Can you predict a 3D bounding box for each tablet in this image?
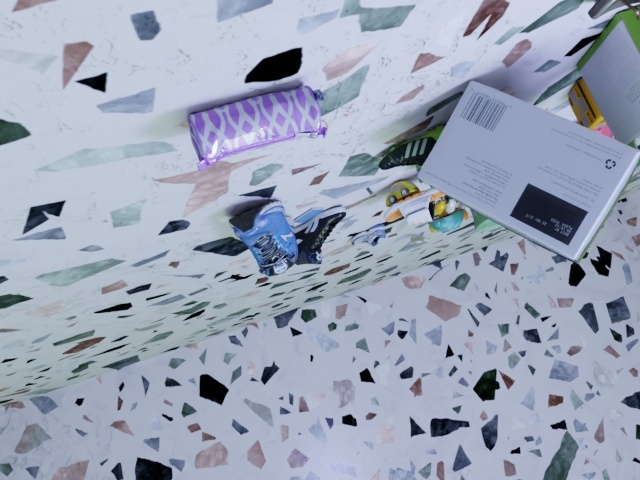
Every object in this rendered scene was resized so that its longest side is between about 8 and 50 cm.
[{"bbox_3d":[-0.033,-0.067,1.569,0.083,0.006,0.054,-31,163,35],"label":"tablet"}]

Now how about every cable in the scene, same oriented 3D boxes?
[{"bbox_3d":[0.393,-0.146,1.749,0.139,0.072,0.287,-27,166,6],"label":"cable"}]

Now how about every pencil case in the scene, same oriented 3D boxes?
[{"bbox_3d":[-0.095,-0.169,0.883,0.206,0.088,0.086,-17,164,-11],"label":"pencil case"}]

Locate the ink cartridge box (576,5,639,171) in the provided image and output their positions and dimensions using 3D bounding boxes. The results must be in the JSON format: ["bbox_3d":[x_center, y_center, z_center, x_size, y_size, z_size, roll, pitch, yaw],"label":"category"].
[{"bbox_3d":[0.617,-0.285,1.114,0.097,0.255,0.189,-20,167,-3],"label":"ink cartridge box"}]

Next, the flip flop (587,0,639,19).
[{"bbox_3d":[0.559,-0.399,0.952,0.277,0.080,0.112,-15,166,-24],"label":"flip flop"}]

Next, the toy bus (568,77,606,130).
[{"bbox_3d":[0.749,-0.364,1.318,0.332,0.108,0.130,-21,167,4],"label":"toy bus"}]

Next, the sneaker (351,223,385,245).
[{"bbox_3d":[0.164,-0.005,2.002,0.135,0.058,0.052,-28,165,31],"label":"sneaker"}]

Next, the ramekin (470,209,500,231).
[{"bbox_3d":[0.608,-0.155,1.867,0.303,0.148,0.303,-19,167,-5],"label":"ramekin"}]

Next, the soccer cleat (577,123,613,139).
[{"bbox_3d":[0.744,-0.302,1.675,0.248,0.083,0.095,-18,-163,-32],"label":"soccer cleat"}]

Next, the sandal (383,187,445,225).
[{"bbox_3d":[0.292,-0.093,1.556,0.265,0.076,0.102,-26,166,21],"label":"sandal"}]

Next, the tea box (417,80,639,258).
[{"bbox_3d":[0.424,-0.125,1.195,0.220,0.329,0.323,-61,157,8],"label":"tea box"}]

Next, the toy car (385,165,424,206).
[{"bbox_3d":[0.274,-0.170,1.512,0.239,0.053,0.225,-21,167,1],"label":"toy car"}]

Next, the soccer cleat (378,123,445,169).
[{"bbox_3d":[0.212,-0.189,1.294,0.179,0.072,0.060,-25,166,20],"label":"soccer cleat"}]

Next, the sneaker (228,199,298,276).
[{"bbox_3d":[-0.114,0.003,1.417,0.129,0.147,0.330,-23,166,9],"label":"sneaker"}]

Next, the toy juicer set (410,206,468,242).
[{"bbox_3d":[0.428,-0.072,2.098,0.329,0.089,0.209,-24,-178,-25],"label":"toy juicer set"}]

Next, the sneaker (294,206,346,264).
[{"bbox_3d":[0.000,0.000,1.633,0.217,0.121,0.079,-28,166,30],"label":"sneaker"}]
